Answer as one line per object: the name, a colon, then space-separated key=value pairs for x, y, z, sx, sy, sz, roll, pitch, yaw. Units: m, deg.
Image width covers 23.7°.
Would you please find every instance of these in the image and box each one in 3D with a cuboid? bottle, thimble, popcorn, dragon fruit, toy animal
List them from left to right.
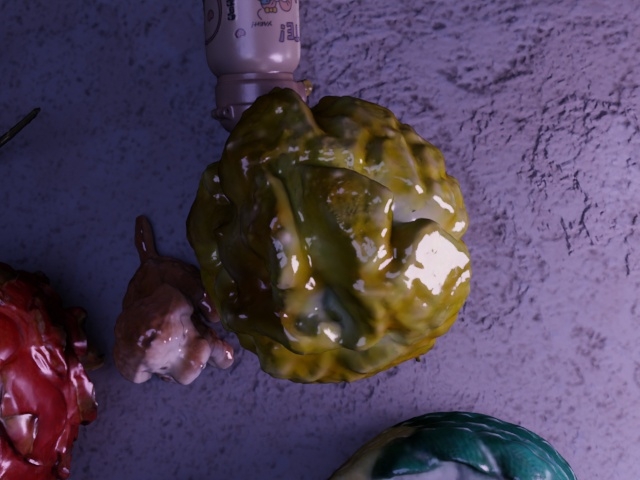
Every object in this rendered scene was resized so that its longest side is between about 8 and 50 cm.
dragon fruit: x=-0.375 y=0.166 z=1.512 sx=0.342 sy=0.277 sz=0.277 roll=-36 pitch=83 yaw=-28
toy animal: x=-0.169 y=0.060 z=1.513 sx=0.104 sy=0.185 sz=0.184 roll=-25 pitch=86 yaw=12
bottle: x=-0.063 y=-0.210 z=1.536 sx=0.110 sy=0.097 sz=0.209 roll=-4 pitch=93 yaw=-32
popcorn: x=0.004 y=0.006 z=1.443 sx=0.247 sy=0.282 sz=0.282 roll=4 pitch=93 yaw=-21
thimble: x=0.118 y=0.297 z=1.473 sx=0.288 sy=0.167 sz=0.254 roll=5 pitch=92 yaw=10

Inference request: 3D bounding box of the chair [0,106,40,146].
chair: x=-0.436 y=-0.090 z=1.591 sx=0.160 sy=0.170 sz=0.326 roll=53 pitch=143 yaw=2
